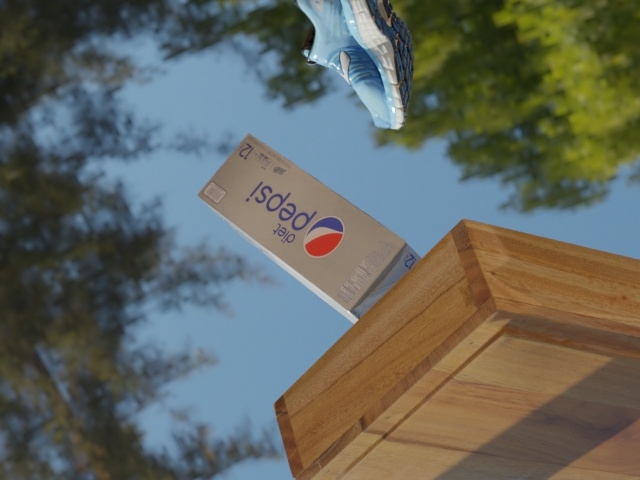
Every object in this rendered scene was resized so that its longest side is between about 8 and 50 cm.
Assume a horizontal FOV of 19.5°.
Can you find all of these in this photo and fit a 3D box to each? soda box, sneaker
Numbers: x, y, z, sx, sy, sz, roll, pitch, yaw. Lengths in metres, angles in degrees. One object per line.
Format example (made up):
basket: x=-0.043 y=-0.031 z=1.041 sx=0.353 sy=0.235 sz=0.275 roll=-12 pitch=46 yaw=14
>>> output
soda box: x=0.000 y=0.000 z=1.894 sx=0.091 sy=0.098 sz=0.286 roll=-50 pitch=-135 yaw=-3
sneaker: x=0.024 y=-0.147 z=1.398 sx=0.073 sy=0.162 sz=0.063 roll=-6 pitch=-133 yaw=19

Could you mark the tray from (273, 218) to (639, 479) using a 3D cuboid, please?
tray: x=0.195 y=0.107 z=1.234 sx=0.203 sy=0.411 sz=0.076 roll=-46 pitch=-132 yaw=36
